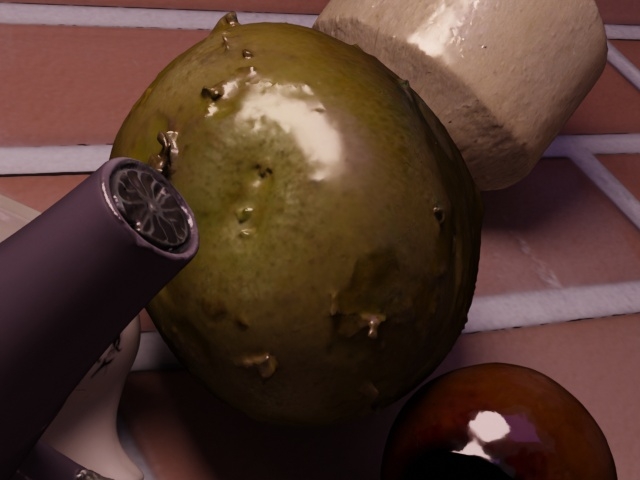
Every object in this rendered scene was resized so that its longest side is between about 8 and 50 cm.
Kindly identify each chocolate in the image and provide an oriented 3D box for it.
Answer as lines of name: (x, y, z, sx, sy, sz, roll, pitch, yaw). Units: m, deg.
chocolate: (0.119, 0.155, 0.986, 0.177, 0.176, 0.176, 16, 33, -11)

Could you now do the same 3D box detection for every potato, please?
potato: (-0.007, -0.017, 1.043, 0.269, 0.219, 0.359, 64, 13, 3)

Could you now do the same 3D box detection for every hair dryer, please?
hair dryer: (-0.097, 0.123, 0.852, 0.361, 0.301, 0.121, 33, 31, -34)

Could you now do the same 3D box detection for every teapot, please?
teapot: (-0.234, 0.036, 0.955, 0.300, 0.165, 0.208, 15, 11, 1)

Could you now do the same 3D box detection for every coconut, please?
coconut: (0.129, -0.180, 1.363, 0.237, 0.237, 0.266, 31, 77, 11)
